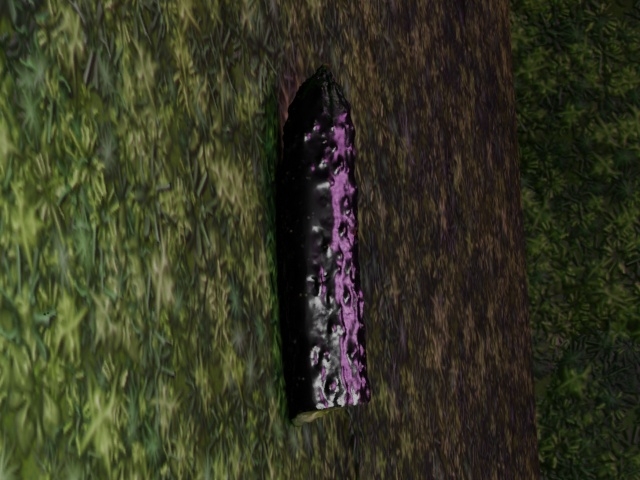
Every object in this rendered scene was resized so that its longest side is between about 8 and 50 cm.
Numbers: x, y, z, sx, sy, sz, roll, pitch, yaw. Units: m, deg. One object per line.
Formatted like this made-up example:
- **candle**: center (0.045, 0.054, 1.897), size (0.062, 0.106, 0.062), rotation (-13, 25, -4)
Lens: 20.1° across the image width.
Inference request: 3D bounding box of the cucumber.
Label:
- **cucumber**: center (-0.002, 0.000, 1.475), size (0.072, 0.072, 0.300), rotation (28, 57, -72)
